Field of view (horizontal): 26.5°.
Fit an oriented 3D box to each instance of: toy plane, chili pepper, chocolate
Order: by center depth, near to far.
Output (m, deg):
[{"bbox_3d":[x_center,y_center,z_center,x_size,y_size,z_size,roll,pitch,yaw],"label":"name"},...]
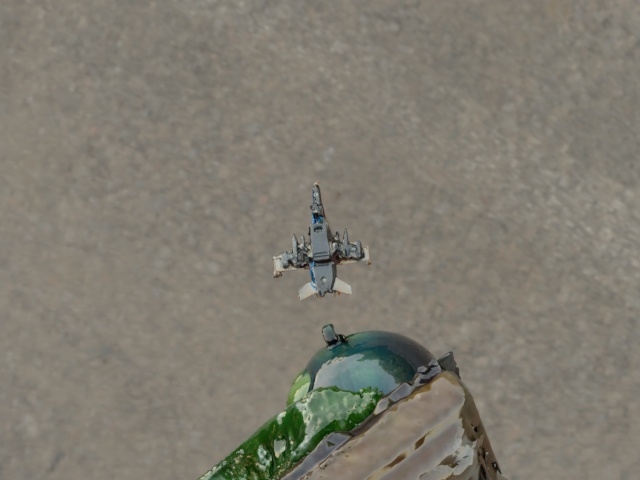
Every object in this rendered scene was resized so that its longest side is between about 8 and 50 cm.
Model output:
[{"bbox_3d":[-0.031,0.188,0.688,0.329,0.102,0.065,-37,37,-18],"label":"chocolate"},{"bbox_3d":[-0.026,0.162,0.898,0.088,0.059,0.227,42,124,-8],"label":"chili pepper"},{"bbox_3d":[-0.001,-0.005,1.852,0.135,0.062,0.188,-5,70,2],"label":"toy plane"}]

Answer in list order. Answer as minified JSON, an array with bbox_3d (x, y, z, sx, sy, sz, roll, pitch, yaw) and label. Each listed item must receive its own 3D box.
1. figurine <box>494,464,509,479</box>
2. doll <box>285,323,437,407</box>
[{"bbox_3d":[0.083,0.324,0.883,0.203,0.248,0.381,1,77,22],"label":"figurine"},{"bbox_3d":[0.081,0.233,1.515,0.186,0.198,0.322,-27,104,9],"label":"doll"}]
